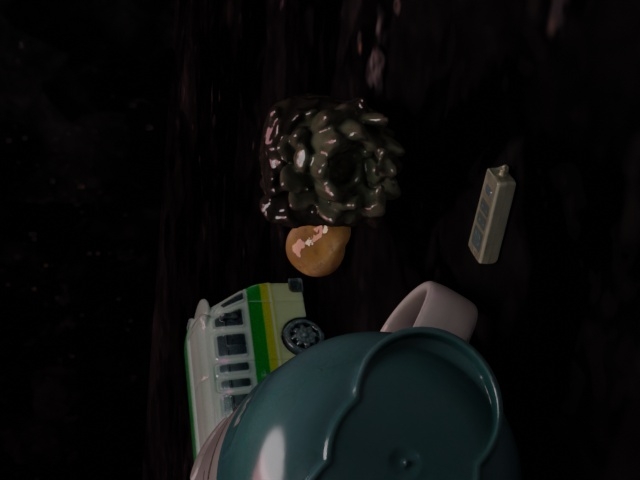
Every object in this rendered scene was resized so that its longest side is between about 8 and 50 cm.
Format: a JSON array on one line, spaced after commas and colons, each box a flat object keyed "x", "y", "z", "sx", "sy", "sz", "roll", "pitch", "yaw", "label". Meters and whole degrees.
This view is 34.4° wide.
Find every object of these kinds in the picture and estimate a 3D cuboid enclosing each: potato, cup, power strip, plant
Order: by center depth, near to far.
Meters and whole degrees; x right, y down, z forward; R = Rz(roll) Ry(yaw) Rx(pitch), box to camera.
[{"x": 0.129, "y": -0.020, "z": 0.777, "sx": 0.027, "sy": 0.017, "sz": 0.083, "roll": -116, "pitch": 29, "yaw": -55, "label": "power strip"}, {"x": 0.036, "y": 0.165, "z": 0.801, "sx": 0.290, "sy": 0.219, "sz": 0.257, "roll": -62, "pitch": 3, "yaw": -26, "label": "cup"}, {"x": 0.004, "y": -0.078, "z": 1.018, "sx": 0.194, "sy": 0.132, "sz": 0.129, "roll": -128, "pitch": 38, "yaw": -73, "label": "plant"}, {"x": 0.000, "y": 0.000, "z": 1.163, "sx": 0.062, "sy": 0.068, "sz": 0.083, "roll": -49, "pitch": -4, "yaw": -48, "label": "potato"}]

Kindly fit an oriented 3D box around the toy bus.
[{"x": -0.078, "y": 0.189, "z": 1.250, "sx": 0.134, "sy": 0.164, "sz": 0.276, "roll": 113, "pitch": 152, "yaw": -52, "label": "toy bus"}]
